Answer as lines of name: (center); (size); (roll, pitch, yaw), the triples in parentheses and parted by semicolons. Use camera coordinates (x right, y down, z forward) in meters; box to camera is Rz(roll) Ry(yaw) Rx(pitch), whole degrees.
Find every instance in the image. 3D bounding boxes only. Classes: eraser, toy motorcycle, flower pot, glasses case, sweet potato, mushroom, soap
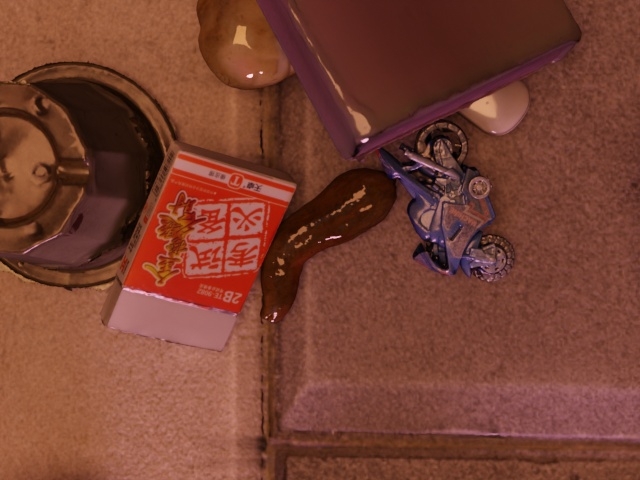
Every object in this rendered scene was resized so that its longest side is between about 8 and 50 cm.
eraser: (-0.142, 0.011, 1.687); (0.157, 0.038, 0.230); (15, 108, -31)
toy motorcycle: (0.144, -0.036, 1.682); (0.114, 0.076, 0.205); (-24, 102, 2)
flower pot: (-0.316, -0.072, 1.661); (0.290, 0.259, 0.290); (0, 92, 7)
glasses case: (0.154, -0.198, 1.691); (0.197, 0.049, 0.076); (39, 92, 5)
sweet potato: (-0.005, -0.003, 1.718); (0.233, 0.062, 0.081); (-45, 86, 10)
mushroom: (-0.077, -0.245, 1.694); (0.148, 0.112, 0.148); (1, 88, -24)
soap: (0.095, -0.271, 1.614); (0.296, 0.107, 0.285); (-25, 81, -13)

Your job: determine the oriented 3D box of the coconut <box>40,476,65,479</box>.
coconut: (-0.347, 0.391, 1.703); (0.234, 0.224, 0.224); (8, 93, 6)
